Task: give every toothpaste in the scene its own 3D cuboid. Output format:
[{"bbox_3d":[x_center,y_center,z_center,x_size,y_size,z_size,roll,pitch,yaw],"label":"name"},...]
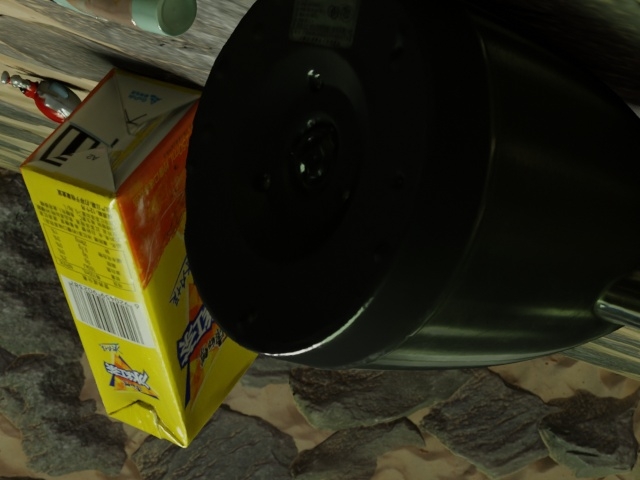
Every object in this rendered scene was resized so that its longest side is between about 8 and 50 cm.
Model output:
[{"bbox_3d":[-0.161,-0.167,1.101,0.205,0.036,0.056,19,176,41],"label":"toothpaste"}]

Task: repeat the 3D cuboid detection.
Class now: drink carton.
[{"bbox_3d":[-0.154,0.022,1.568,0.111,0.154,0.351,19,143,26],"label":"drink carton"}]

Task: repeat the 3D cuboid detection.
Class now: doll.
[{"bbox_3d":[-0.277,-0.146,1.734,0.114,0.039,0.057,27,149,18],"label":"doll"}]

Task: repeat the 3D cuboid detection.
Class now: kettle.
[{"bbox_3d":[0.077,-0.021,0.928,0.271,0.207,0.251,12,173,-37],"label":"kettle"}]
